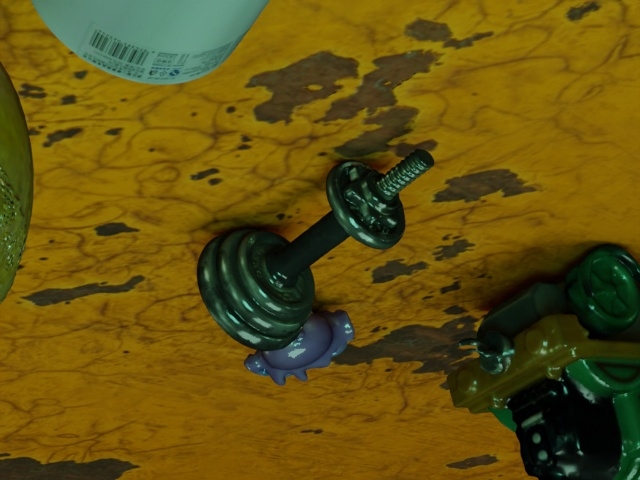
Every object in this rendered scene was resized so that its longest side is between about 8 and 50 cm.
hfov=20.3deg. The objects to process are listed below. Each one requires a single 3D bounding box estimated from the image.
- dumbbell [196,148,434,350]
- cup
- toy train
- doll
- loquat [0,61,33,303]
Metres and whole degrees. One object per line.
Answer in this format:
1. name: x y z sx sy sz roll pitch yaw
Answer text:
1. dumbbell: 0.000 0.000 1.451 0.110 0.110 0.254 12 142 -44
2. cup: -0.054 -0.174 0.952 0.173 0.134 0.142 3 152 -29
3. toy train: 0.314 0.158 1.774 0.429 0.249 0.178 6 153 -36
4. doll: -0.020 0.104 1.737 0.110 0.067 0.206 -25 169 -3
5. loquat: -0.290 -0.028 1.036 0.263 0.263 0.263 -10 158 -4
